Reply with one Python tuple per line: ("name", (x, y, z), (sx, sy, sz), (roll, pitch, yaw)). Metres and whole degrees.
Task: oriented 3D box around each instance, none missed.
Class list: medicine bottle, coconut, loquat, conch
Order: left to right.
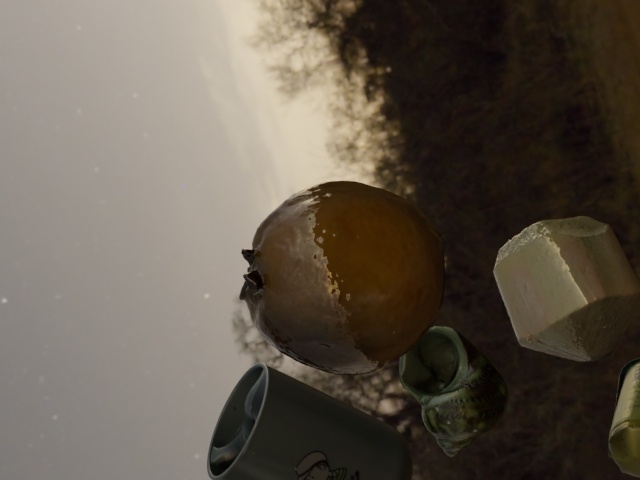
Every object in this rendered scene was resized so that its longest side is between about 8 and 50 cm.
("loquat", (0.029, 0.043, 1.145), (0.193, 0.238, 0.238), (106, 152, -69))
("conch", (0.217, 0.251, 1.656), (0.181, 0.187, 0.124), (-65, -29, -27))
("coconut", (0.436, 0.095, 1.757), (0.239, 0.239, 0.244), (55, -167, -65))
("medicine bottle", (0.582, 0.318, 1.792), (0.239, 0.124, 0.124), (-51, -52, -52))

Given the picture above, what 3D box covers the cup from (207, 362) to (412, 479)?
("cup", (-0.010, 0.357, 1.690), (0.312, 0.205, 0.205), (26, -153, -17))
